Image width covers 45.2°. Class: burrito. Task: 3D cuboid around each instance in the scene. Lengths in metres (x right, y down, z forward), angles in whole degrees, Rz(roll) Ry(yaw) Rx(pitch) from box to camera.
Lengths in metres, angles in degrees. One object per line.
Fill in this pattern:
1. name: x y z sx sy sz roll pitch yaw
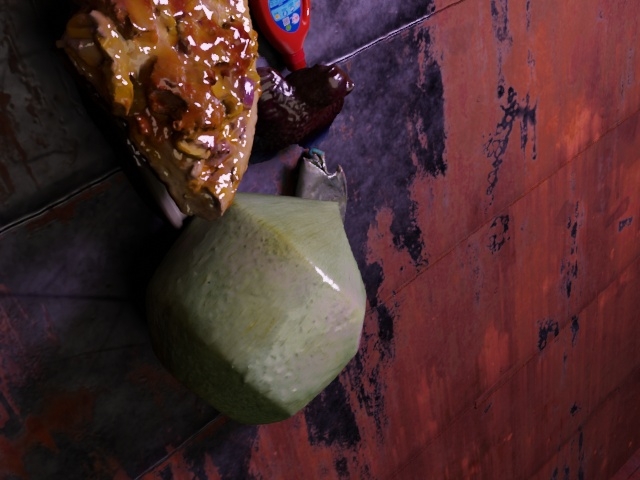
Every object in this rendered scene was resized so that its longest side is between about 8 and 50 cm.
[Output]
1. burrito: -0.004 0.000 1.254 0.096 0.066 0.309 -16 119 -34

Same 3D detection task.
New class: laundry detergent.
1. laundry detergent: -0.048 -0.313 1.062 0.097 0.049 0.165 -41 136 -25

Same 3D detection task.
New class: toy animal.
1. toy animal: -0.034 -0.173 1.055 0.218 0.179 0.116 13 76 -45

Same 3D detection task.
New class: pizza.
1. pizza: -0.163 -0.228 0.868 0.277 0.114 0.409 4 80 -56

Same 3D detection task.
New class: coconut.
1. coconut: -0.075 0.072 1.056 0.281 0.328 0.328 41 81 -31

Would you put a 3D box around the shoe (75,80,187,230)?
1. shoe: -0.215 -0.135 0.961 0.098 0.103 0.275 -42 140 -19
